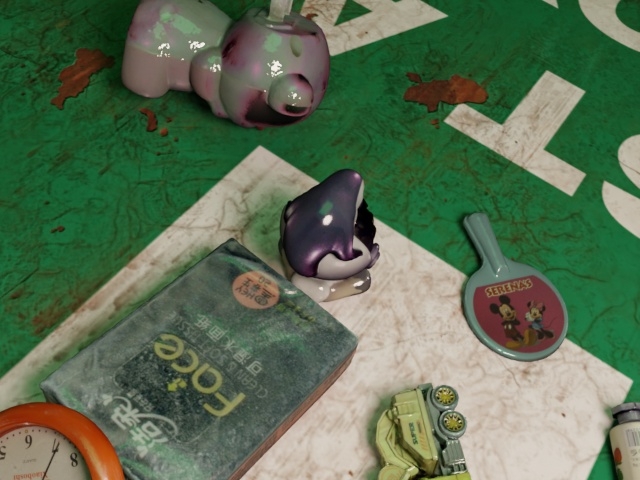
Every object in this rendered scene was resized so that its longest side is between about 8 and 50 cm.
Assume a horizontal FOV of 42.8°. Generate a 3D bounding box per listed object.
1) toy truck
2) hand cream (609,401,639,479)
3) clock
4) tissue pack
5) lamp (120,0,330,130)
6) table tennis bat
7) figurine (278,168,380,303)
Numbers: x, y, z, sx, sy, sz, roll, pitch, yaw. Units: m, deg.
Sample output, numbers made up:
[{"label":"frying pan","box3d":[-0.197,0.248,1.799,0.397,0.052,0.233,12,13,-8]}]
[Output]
[{"label":"toy truck","box3d":[0.120,0.265,0.972,0.116,0.085,0.191,-7,52,-6]},{"label":"hand cream","box3d":[0.408,0.336,1.004,0.096,0.059,0.275,5,58,-10]},{"label":"clock","box3d":[-0.299,0.272,0.851,0.205,0.051,0.205,-3,77,13]},{"label":"tissue pack","box3d":[-0.136,0.164,0.980,0.228,0.103,0.316,37,54,18]},{"label":"lamp","box3d":[-0.127,-0.301,1.248,0.301,0.247,0.247,17,26,1]},{"label":"table tennis bat","box3d":[0.267,0.064,1.189,0.153,0.040,0.244,-9,60,-17]},{"label":"figurine","box3d":[0.000,0.000,1.063,0.146,0.222,0.145,3,56,-4]}]
